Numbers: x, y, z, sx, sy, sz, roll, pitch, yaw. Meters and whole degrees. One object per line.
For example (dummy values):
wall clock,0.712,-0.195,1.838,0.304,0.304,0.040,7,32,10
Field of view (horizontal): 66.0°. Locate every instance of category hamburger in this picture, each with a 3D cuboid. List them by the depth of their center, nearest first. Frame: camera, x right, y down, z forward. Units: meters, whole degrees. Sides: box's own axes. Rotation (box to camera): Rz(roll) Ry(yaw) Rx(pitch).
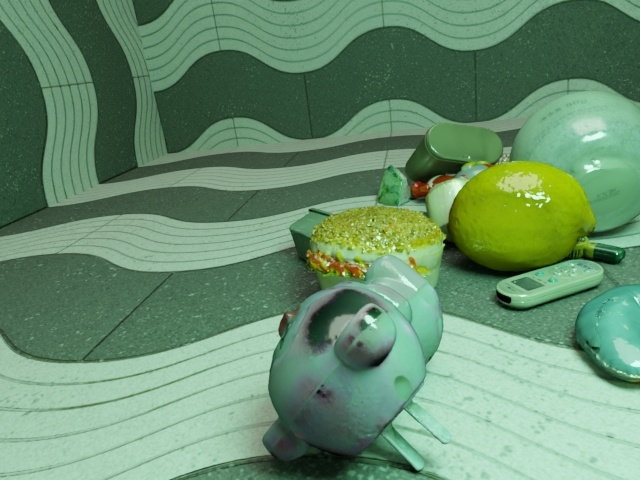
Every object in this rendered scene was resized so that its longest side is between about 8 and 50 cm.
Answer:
hamburger,0.114,0.019,1.011,0.275,0.179,0.294,3,22,19

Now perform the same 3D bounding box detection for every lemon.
lemon,0.402,-0.049,1.020,0.263,0.236,0.236,0,21,8

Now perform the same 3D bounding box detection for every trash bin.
trash bin,0.416,-0.264,1.574,0.243,0.121,0.247,6,-13,-6

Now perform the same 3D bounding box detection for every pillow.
pillow,0.498,0.133,0.711,0.233,0.086,0.214,1,27,26

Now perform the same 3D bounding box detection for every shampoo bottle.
shampoo bottle,0.626,-0.186,1.175,0.322,0.323,0.317,-3,26,14

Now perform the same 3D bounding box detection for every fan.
fan,0.564,0.019,1.054,0.082,0.039,0.155,-23,27,-37

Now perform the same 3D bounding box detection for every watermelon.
watermelon,0.260,-0.150,1.624,0.098,0.121,0.158,35,0,42

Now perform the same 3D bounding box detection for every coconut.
coconut,0.338,-0.065,1.214,0.147,0.153,0.147,-10,-12,-2

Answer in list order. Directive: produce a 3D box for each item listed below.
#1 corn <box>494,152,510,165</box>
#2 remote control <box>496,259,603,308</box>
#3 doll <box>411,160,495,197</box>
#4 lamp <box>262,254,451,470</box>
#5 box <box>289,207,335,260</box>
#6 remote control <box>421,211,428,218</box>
corn,0.626,-0.231,1.588,0.126,0.127,0.335,-21,22,-31
remote control,0.433,0.082,0.929,0.221,0.042,0.078,-15,22,-15
doll,0.420,-0.173,1.464,0.199,0.106,0.336,-7,2,-28
lamp,0.071,0.165,0.654,0.247,0.247,0.301,44,27,14
box,0.000,0.000,1.209,0.092,0.124,0.172,-29,26,-24
remote control,0.351,-0.065,1.353,0.377,0.044,0.107,-14,24,-15
